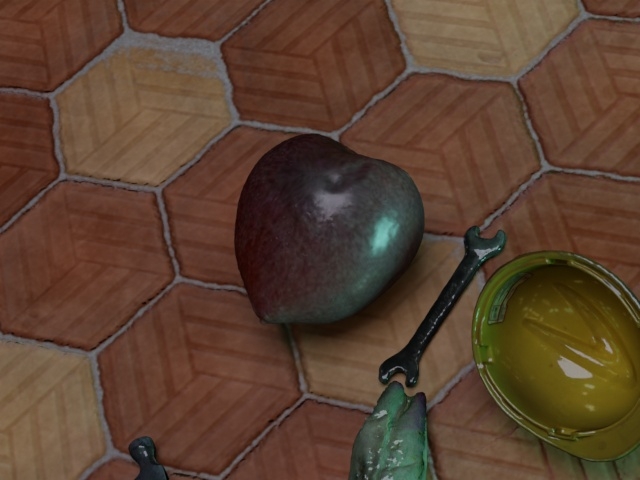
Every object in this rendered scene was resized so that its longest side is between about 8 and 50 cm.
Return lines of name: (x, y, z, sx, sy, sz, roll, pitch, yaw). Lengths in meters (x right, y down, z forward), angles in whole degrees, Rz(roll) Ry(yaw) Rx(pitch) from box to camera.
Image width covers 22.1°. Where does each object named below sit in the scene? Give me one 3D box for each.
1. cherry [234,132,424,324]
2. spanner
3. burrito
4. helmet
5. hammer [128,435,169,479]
cherry: (0.006, -0.006, 2.019, 0.239, 0.206, 0.239, 1, 92, 24)
spanner: (0.151, 0.080, 2.027, 0.054, 0.015, 0.254, 25, 67, 24)
burrito: (0.073, 0.305, 1.870, 0.096, 0.066, 0.309, 1, 58, 8)
helmet: (0.305, 0.127, 1.884, 0.257, 0.140, 0.205, 44, 109, 21)
hammer: (-0.310, 0.350, 1.951, 0.290, 0.037, 0.137, -25, 54, -4)
